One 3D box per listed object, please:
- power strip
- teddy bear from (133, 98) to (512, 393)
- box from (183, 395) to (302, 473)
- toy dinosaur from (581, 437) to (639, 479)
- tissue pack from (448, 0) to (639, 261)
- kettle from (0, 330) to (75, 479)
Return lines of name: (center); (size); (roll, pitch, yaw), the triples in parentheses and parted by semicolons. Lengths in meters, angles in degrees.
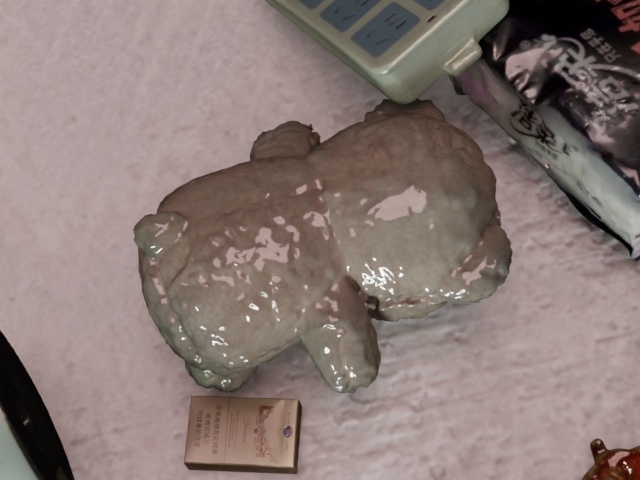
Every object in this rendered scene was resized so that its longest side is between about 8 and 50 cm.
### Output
power strip: (0.039, -0.199, 1.030); (0.118, 0.046, 0.270); (-44, 39, 0)
teddy bear: (-0.001, 0.000, 0.955); (0.267, 0.151, 0.236); (-18, 57, -6)
box: (-0.057, 0.144, 0.964); (0.083, 0.024, 0.053); (3, 66, 5)
toy dinosaur: (0.158, 0.233, 0.856); (0.327, 0.113, 0.207); (-14, 65, -3)
tissue pack: (0.284, -0.164, 1.024); (0.332, 0.123, 0.245); (-35, 61, -14)
kettle: (-0.295, 0.197, 0.902); (0.236, 0.161, 0.221); (-26, 96, -6)
